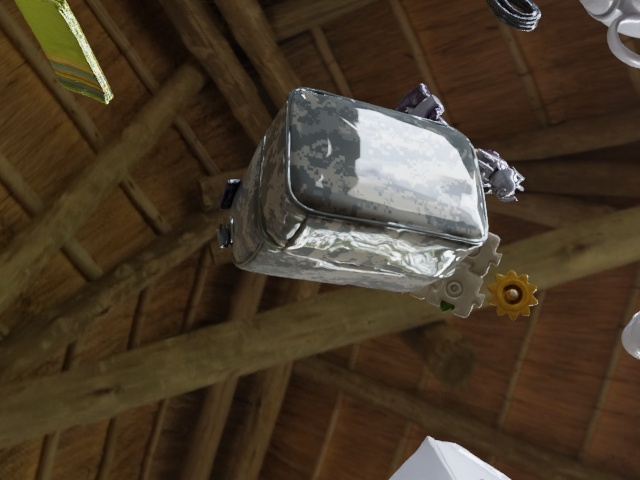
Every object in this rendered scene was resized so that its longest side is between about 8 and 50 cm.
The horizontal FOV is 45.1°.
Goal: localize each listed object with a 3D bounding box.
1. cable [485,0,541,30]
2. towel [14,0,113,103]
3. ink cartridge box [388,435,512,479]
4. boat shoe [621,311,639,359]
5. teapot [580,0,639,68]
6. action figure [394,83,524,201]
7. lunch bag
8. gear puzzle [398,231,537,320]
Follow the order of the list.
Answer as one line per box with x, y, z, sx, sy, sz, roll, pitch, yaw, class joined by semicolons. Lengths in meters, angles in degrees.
0.256;-0.443;1.332;0.139;0.287;0.072;-44;-16;-40;cable
-0.406;-0.303;1.212;0.102;0.237;0.021;19;-113;11;towel
0.132;0.266;0.335;0.223;0.307;0.129;37;-79;-24;ink cartridge box
0.633;0.140;1.260;0.367;0.136;0.156;-8;-26;-30;boat shoe
0.462;-0.409;1.145;0.187;0.256;0.253;-13;-62;-6;teapot
0.242;-0.149;1.335;0.099;0.285;0.185;-46;-39;7;action figure
0.035;-0.038;1.056;0.305;0.213;0.256;10;-35;-21;lunch bag
0.221;0.037;1.353;0.339;0.044;0.175;23;-102;10;gear puzzle
